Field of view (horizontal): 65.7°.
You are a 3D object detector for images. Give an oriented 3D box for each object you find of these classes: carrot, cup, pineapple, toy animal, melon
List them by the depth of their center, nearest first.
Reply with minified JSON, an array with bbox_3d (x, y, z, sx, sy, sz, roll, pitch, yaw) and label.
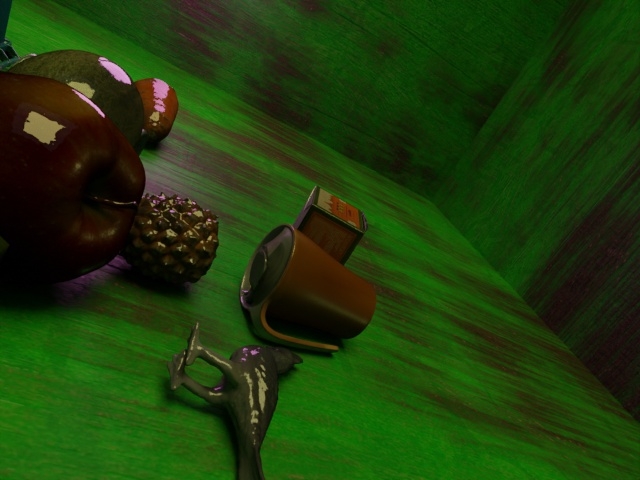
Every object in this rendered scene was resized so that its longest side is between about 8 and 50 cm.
[{"bbox_3d":[-0.113,0.206,0.682,0.206,0.081,0.367,40,17,-11],"label":"toy animal"},{"bbox_3d":[-0.279,-0.011,0.869,0.193,0.166,0.166,20,22,-28],"label":"pineapple"},{"bbox_3d":[-0.478,-0.238,0.965,0.249,0.248,0.329,29,36,-7],"label":"melon"},{"bbox_3d":[-0.026,0.111,0.979,0.264,0.182,0.226,29,51,-27],"label":"cup"},{"bbox_3d":[-0.487,-0.359,1.451,0.159,0.159,0.225,18,34,-35],"label":"carrot"}]

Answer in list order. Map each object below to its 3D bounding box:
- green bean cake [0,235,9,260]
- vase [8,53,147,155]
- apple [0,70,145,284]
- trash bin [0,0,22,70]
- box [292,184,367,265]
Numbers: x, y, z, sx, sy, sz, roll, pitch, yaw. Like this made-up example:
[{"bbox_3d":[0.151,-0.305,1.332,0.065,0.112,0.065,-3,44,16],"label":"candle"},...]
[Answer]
[{"bbox_3d":[-0.457,0.057,0.375,0.335,0.218,0.319,30,10,-24],"label":"green bean cake"},{"bbox_3d":[-0.565,-0.291,1.163,0.299,0.143,0.143,32,19,-9],"label":"vase"},{"bbox_3d":[-0.412,-0.087,0.681,0.317,0.287,0.288,21,18,7],"label":"apple"},{"bbox_3d":[-0.846,-0.625,1.176,0.295,0.381,0.259,24,21,-22],"label":"trash bin"},{"bbox_3d":[0.000,0.000,1.202,0.148,0.194,0.177,29,19,-7],"label":"box"}]
